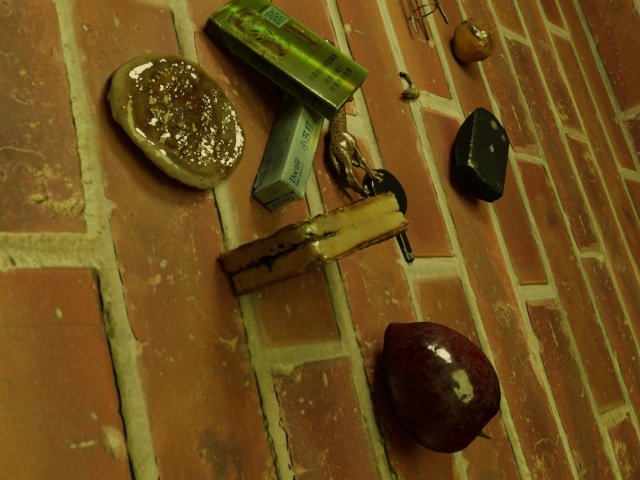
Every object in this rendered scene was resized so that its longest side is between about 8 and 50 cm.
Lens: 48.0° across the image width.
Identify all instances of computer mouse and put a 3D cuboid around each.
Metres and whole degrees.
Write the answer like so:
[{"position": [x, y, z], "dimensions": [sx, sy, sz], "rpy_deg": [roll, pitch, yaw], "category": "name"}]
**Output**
[{"position": [0.436, -0.237, 1.989], "dimensions": [0.170, 0.100, 0.269], "rpy_deg": [36, 52, -25], "category": "computer mouse"}]

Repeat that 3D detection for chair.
[{"position": [0.282, -0.700, 2.078], "dimensions": [0.095, 0.104, 0.221], "rpy_deg": [-9, 79, -33], "category": "chair"}]

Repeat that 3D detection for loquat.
[{"position": [0.469, -0.615, 2.211], "dimensions": [0.137, 0.137, 0.113], "rpy_deg": [57, 44, -9], "category": "loquat"}]

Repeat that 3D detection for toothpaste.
[{"position": [-0.055, -0.200, 1.429], "dimensions": [0.071, 0.089, 0.312], "rpy_deg": [43, 43, -32], "category": "toothpaste"}]

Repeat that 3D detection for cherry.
[{"position": [0.232, 0.280, 1.406], "dimensions": [0.300, 0.203, 0.230], "rpy_deg": [53, 40, 8], "category": "cherry"}]

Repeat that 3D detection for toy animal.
[{"position": [0.062, -0.220, 1.593], "dimensions": [0.149, 0.054, 0.275], "rpy_deg": [-12, 73, -40], "category": "toy animal"}]

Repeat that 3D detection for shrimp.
[{"position": [0.229, -0.413, 1.915], "dimensions": [0.114, 0.023, 0.083], "rpy_deg": [-27, 88, -57], "category": "shrimp"}]

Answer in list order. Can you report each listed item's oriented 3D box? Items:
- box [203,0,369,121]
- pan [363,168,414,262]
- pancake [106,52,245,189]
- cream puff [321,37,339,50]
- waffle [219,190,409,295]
[{"position": [-0.064, -0.383, 1.462], "dimensions": [0.311, 0.043, 0.173], "rpy_deg": [35, 46, -1], "category": "box"}, {"position": [0.173, -0.061, 1.655], "dimensions": [0.136, 0.028, 0.235], "rpy_deg": [-18, 84, -51], "category": "pan"}, {"position": [-0.242, -0.213, 1.258], "dimensions": [0.282, 0.049, 0.282], "rpy_deg": [29, 48, -39], "category": "pancake"}, {"position": [0.012, -0.389, 1.587], "dimensions": [0.122, 0.094, 0.116], "rpy_deg": [82, -1, -55], "category": "cream puff"}, {"position": [0.001, 0.001, 1.284], "dimensions": [0.308, 0.213, 0.091], "rpy_deg": [-21, 90, -52], "category": "waffle"}]
